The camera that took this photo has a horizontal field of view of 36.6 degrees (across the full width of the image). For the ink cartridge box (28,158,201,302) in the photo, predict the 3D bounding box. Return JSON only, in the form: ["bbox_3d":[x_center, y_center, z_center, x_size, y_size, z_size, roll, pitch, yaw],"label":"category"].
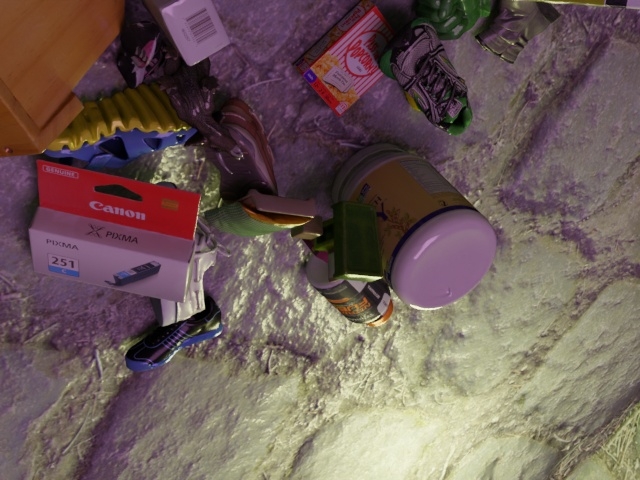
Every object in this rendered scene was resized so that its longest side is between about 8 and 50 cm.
[{"bbox_3d":[-0.375,-0.009,1.757,0.296,0.066,0.261,12,142,-4],"label":"ink cartridge box"}]

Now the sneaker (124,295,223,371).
[{"bbox_3d":[-0.323,0.196,2.099,0.232,0.081,0.090,-27,132,-21],"label":"sneaker"}]

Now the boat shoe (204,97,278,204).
[{"bbox_3d":[-0.139,-0.157,1.888,0.123,0.116,0.324,6,153,7],"label":"boat shoe"}]

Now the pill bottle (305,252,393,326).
[{"bbox_3d":[0.079,0.109,2.243,0.130,0.130,0.245,-41,136,3],"label":"pill bottle"}]

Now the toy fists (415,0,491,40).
[{"bbox_3d":[0.251,-0.514,1.870,0.142,0.096,0.279,-26,136,-11],"label":"toy fists"}]

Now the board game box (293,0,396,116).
[{"bbox_3d":[0.061,-0.359,1.909,0.193,0.045,0.147,-43,137,5],"label":"board game box"}]

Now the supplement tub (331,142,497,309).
[{"bbox_3d":[0.188,-0.038,2.047,0.241,0.331,0.241,-18,132,-21],"label":"supplement tub"}]

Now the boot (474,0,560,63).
[{"bbox_3d":[0.380,-0.468,2.006,0.161,0.083,0.246,-46,134,16],"label":"boot"}]

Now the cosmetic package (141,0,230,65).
[{"bbox_3d":[-0.238,-0.391,1.558,0.085,0.231,0.117,-31,134,-8],"label":"cosmetic package"}]

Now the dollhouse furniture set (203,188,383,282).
[{"bbox_3d":[-0.057,0.009,1.919,0.301,0.151,0.197,7,163,-33],"label":"dollhouse furniture set"}]

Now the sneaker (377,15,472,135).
[{"bbox_3d":[0.228,-0.323,1.924,0.134,0.146,0.343,-46,150,6],"label":"sneaker"}]

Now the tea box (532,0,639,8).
[{"bbox_3d":[0.462,-0.566,1.698,0.323,0.329,0.220,8,122,9],"label":"tea box"}]

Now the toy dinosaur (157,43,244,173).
[{"bbox_3d":[-0.224,-0.277,1.660,0.121,0.313,0.160,-15,162,-11],"label":"toy dinosaur"}]

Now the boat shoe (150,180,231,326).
[{"bbox_3d":[-0.261,0.021,1.951,0.156,0.136,0.367,-15,134,-22],"label":"boat shoe"}]

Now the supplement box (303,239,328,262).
[{"bbox_3d":[0.000,0.000,2.136,0.043,0.083,0.055,28,106,-44],"label":"supplement box"}]

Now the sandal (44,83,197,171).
[{"bbox_3d":[-0.356,-0.190,1.740,0.317,0.126,0.138,-11,141,-18],"label":"sandal"}]

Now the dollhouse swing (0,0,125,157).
[{"bbox_3d":[-0.536,-0.357,1.520,0.315,0.305,0.347,-2,141,23],"label":"dollhouse swing"}]

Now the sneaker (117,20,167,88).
[{"bbox_3d":[-0.296,-0.330,1.657,0.077,0.072,0.178,-36,-178,-26],"label":"sneaker"}]
